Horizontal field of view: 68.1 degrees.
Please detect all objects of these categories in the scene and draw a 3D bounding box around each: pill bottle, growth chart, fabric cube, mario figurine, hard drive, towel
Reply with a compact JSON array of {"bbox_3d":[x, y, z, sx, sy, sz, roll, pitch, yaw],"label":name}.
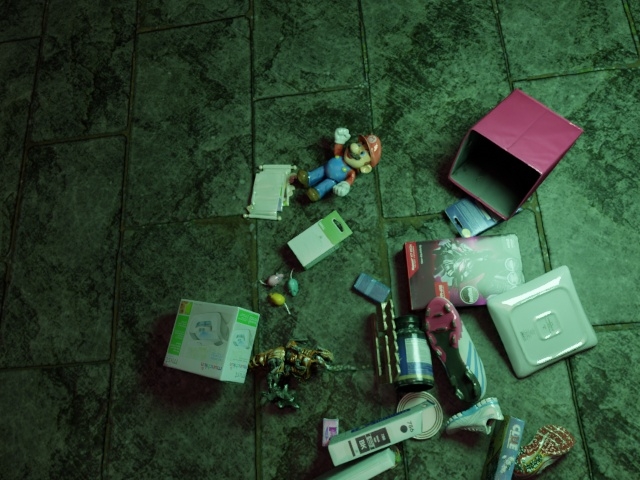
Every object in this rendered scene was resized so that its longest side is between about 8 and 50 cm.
[{"bbox_3d":[0.283,0.354,1.485,0.122,0.123,0.219,-5,59,7],"label":"pill bottle"},{"bbox_3d":[-0.183,-0.184,1.782,0.171,0.021,0.238,10,75,11],"label":"growth chart"},{"bbox_3d":[0.617,-0.277,1.532,0.259,0.254,0.258,40,66,18],"label":"fabric cube"},{"bbox_3d":[0.069,-0.280,1.690,0.320,0.170,0.198,-33,106,6],"label":"mario figurine"},{"bbox_3d":[0.074,0.681,1.369,0.307,0.203,0.040,-30,76,5],"label":"hard drive"},{"bbox_3d":[0.176,0.164,1.617,0.119,0.029,0.067,30,80,17],"label":"towel"}]

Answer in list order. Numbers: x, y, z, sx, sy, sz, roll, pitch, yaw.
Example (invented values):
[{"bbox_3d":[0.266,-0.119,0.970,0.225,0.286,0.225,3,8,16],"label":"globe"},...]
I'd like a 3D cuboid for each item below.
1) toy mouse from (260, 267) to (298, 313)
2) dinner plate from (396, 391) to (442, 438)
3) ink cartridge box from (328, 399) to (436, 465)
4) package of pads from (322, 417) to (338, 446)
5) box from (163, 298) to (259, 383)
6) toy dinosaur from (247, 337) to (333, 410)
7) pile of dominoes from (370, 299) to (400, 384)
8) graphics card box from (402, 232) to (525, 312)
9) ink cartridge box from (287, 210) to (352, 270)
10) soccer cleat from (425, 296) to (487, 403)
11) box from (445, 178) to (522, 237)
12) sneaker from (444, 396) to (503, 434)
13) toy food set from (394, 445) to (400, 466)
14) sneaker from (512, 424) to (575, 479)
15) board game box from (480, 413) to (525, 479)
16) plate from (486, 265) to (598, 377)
[{"bbox_3d":[-0.133,0.155,1.666,0.161,0.031,0.143,32,80,16],"label":"toy mouse"},{"bbox_3d":[0.311,0.547,1.486,0.141,0.017,0.141,-3,73,9],"label":"dinner plate"},{"bbox_3d":[0.189,0.564,1.399,0.332,0.165,0.065,-22,75,0],"label":"ink cartridge box"},{"bbox_3d":[0.032,0.609,1.502,0.050,0.032,0.083,0,74,8],"label":"package of pads"},{"bbox_3d":[-0.357,0.329,1.562,0.261,0.126,0.231,3,72,32],"label":"box"},{"bbox_3d":[-0.119,0.427,1.546,0.321,0.164,0.219,-16,55,29],"label":"toy dinosaur"},{"bbox_3d":[0.216,0.321,1.487,0.040,0.196,0.251,0,72,-14],"label":"pile of dominoes"},{"bbox_3d":[0.466,0.109,1.555,0.370,0.094,0.233,-4,73,6],"label":"graphics card box"},{"bbox_3d":[0.000,0.000,1.676,0.209,0.062,0.109,-35,71,-3],"label":"ink cartridge box"},{"bbox_3d":[0.421,0.335,1.471,0.116,0.143,0.332,-25,76,31],"label":"soccer cleat"},{"bbox_3d":[0.557,-0.103,1.634,0.225,0.036,0.137,-28,71,-2],"label":"box"},{"bbox_3d":[0.455,0.542,1.401,0.190,0.071,0.083,-43,48,25],"label":"sneaker"},{"bbox_3d":[0.205,0.663,1.465,0.082,0.020,0.083,-37,71,-3],"label":"toy food set"},{"bbox_3d":[0.642,0.620,1.386,0.225,0.093,0.088,-22,42,-13],"label":"sneaker"},{"bbox_3d":[0.514,0.625,1.354,0.042,0.165,0.243,18,77,13],"label":"board game box"},{"bbox_3d":[0.686,0.256,1.447,0.277,0.045,0.277,-24,96,1],"label":"plate"}]
